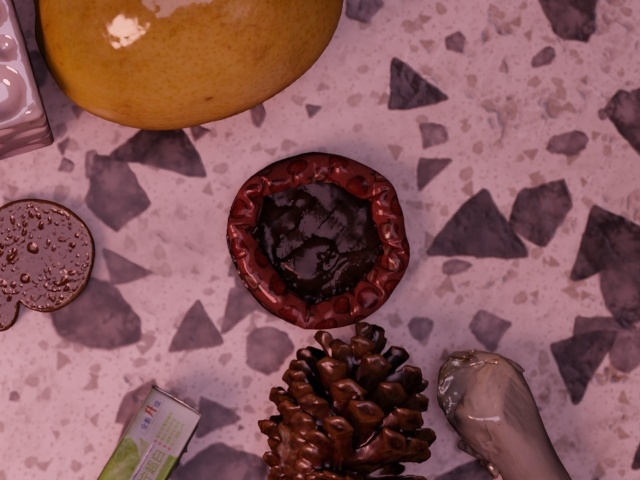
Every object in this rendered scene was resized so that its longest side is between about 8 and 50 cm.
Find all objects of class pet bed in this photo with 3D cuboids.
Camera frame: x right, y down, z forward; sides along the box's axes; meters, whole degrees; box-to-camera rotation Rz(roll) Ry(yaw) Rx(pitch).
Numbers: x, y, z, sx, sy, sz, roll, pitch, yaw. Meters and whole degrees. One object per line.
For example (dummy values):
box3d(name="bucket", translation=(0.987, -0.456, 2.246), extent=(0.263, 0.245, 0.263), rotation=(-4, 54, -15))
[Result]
box3d(name="pet bed", translation=(0.000, 0.000, 1.633), extent=(0.201, 0.053, 0.201), rotation=(0, 91, -11))

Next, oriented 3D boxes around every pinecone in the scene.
box3d(name="pinecone", translation=(0.030, 0.185, 1.565), extent=(0.185, 0.168, 0.212), rotation=(3, 79, 34))

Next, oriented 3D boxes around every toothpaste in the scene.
box3d(name="toothpaste", translation=(-0.229, 0.309, 1.540), extent=(0.067, 0.081, 0.337), rotation=(29, 73, 2))

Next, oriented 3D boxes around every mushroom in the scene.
box3d(name="mushroom", translation=(0.217, 0.235, 1.628), extent=(0.099, 0.096, 0.278), rotation=(-32, 95, -6))

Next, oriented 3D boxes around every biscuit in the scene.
box3d(name="biscuit", translation=(-0.320, 0.027, 1.603), extent=(0.175, 0.026, 0.124), rotation=(-28, 89, -8))

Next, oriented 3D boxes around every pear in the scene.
box3d(name="pear", translation=(-0.142, -0.258, 1.509), extent=(0.314, 0.314, 0.314), rotation=(0, 87, -7))

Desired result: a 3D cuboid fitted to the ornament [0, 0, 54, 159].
box3d(name="ornament", translation=(-0.411, -0.186, 1.496), extent=(0.239, 0.240, 0.239), rotation=(-17, 88, -8))
